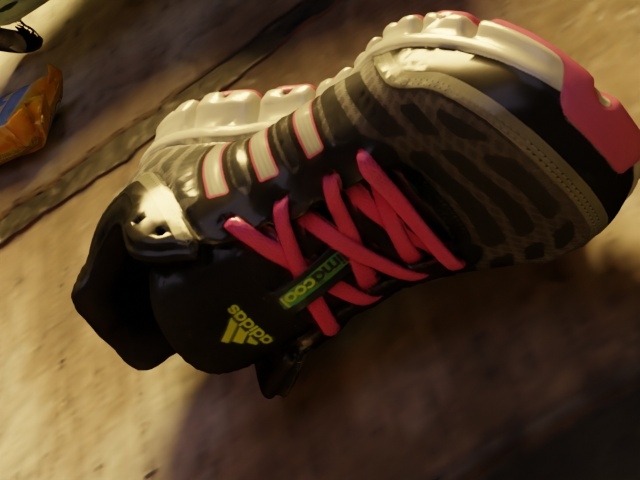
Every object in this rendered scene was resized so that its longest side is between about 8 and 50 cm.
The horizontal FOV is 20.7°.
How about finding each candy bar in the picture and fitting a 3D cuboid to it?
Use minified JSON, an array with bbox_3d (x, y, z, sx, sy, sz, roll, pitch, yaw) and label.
[{"bbox_3d":[-0.156,-0.027,0.658,0.161,0.018,0.040,-19,35,33],"label":"candy bar"}]

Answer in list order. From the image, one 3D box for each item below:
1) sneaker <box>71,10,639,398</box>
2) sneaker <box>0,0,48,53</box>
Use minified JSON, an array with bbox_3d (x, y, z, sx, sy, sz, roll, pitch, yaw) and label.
[{"bbox_3d":[0.000,0.000,0.400,0.170,0.063,0.075,-7,41,51],"label":"sneaker"},{"bbox_3d":[-0.069,-0.126,0.616,0.151,0.094,0.256,-41,19,-15],"label":"sneaker"}]
